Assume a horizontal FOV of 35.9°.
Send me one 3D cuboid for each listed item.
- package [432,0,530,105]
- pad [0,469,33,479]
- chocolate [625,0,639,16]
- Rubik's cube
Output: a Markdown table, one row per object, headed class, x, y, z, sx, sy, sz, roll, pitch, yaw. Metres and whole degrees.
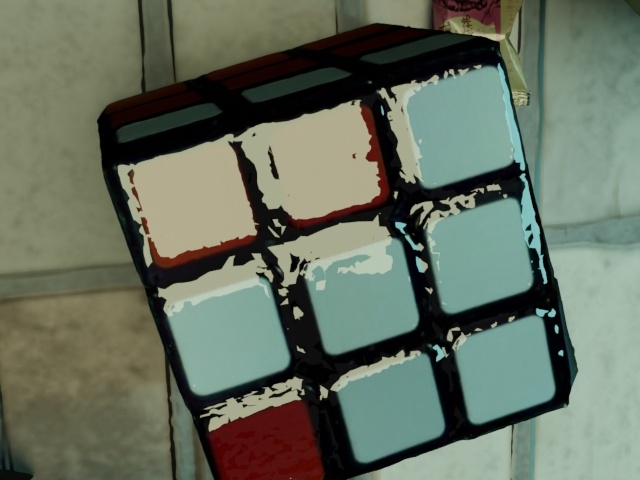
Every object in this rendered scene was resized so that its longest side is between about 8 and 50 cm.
| class | x | y | z | sx | sy | sz | roll | pitch | yaw |
| --- | --- | --- | --- | --- | --- | --- | --- | --- | --- |
| package | 0.082 | -0.111 | 0.509 | 0.059 | 0.029 | 0.083 | 1 | 94 | -6 |
| pad | -0.234 | 0.126 | 0.400 | 0.160 | 0.265 | 0.009 | -32 | 72 | -4 |
| chocolate | 0.242 | -0.198 | 0.368 | 0.297 | 0.326 | 0.314 | 37 | 83 | -15 |
| Rubik's cube | 0.000 | 0.000 | 0.448 | 0.163 | 0.160 | 0.162 | -17 | 107 | -9 |
